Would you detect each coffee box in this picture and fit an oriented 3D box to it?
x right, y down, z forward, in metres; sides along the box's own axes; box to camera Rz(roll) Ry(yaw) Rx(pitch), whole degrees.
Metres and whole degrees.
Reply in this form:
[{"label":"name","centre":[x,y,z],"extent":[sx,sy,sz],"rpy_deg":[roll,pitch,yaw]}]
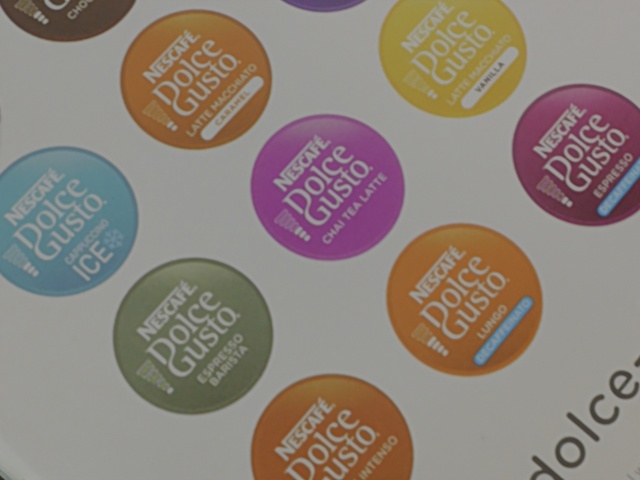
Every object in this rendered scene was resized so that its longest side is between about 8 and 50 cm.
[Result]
[{"label":"coffee box","centre":[0.000,0.000,0.616],"extent":[0.334,0.338,0.337],"rpy_deg":[40,-105,9]}]
